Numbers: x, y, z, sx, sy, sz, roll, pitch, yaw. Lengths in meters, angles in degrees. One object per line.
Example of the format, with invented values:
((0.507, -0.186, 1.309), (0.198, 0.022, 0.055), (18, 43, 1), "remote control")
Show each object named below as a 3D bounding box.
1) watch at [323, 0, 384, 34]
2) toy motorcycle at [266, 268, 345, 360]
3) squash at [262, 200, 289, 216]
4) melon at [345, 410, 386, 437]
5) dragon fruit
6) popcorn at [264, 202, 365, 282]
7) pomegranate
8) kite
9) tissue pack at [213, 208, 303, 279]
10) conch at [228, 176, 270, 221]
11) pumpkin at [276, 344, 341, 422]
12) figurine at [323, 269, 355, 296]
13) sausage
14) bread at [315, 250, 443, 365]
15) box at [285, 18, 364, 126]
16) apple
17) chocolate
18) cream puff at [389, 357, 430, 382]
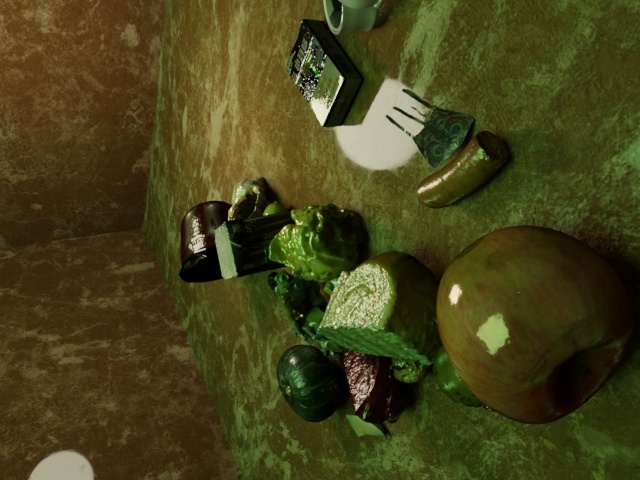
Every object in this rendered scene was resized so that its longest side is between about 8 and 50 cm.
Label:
((0.100, -0.720, 1.467), (0.231, 0.195, 0.244), (152, 107, -79), "watch")
((-0.036, 0.269, 1.871), (0.410, 0.168, 0.237), (49, 154, -4), "toy motorcycle")
((-0.173, -0.035, 2.111), (0.132, 0.132, 0.247), (-7, 92, 58), "squash")
((0.166, 0.648, 1.837), (0.182, 0.054, 0.098), (-33, 77, 57), "melon")
((0.200, 0.442, 1.639), (0.152, 0.205, 0.317), (-44, 22, 13), "dragon fruit")
((0.004, -0.002, 1.734), (0.237, 0.292, 0.293), (-47, 59, 60), "popcorn")
((0.355, 0.290, 1.273), (0.246, 0.198, 0.198), (50, 144, 1), "pomegranate")
((0.274, -0.309, 1.374), (0.152, 0.015, 0.285), (-51, 46, 13), "kite")
((-0.182, 0.013, 1.920), (0.198, 0.369, 0.210), (-27, 77, 62), "tissue pack")
((-0.297, -0.140, 2.244), (0.210, 0.159, 0.292), (12, 80, 38), "conch")
((-0.042, 0.536, 1.997), (0.300, 0.207, 0.300), (45, 150, 36), "pumpkin")
((0.096, 0.155, 1.776), (0.178, 0.109, 0.130), (26, 98, 49), "figurine")
((0.339, -0.156, 1.280), (0.270, 0.108, 0.109), (-41, 64, 54), "sausage")
((0.173, 0.182, 1.493), (0.395, 0.239, 0.264), (-11, 56, 59), "bread")
((0.007, -0.550, 1.713), (0.310, 0.084, 0.198), (61, 144, 27), "box")
((0.402, 0.151, 1.034), (0.363, 0.363, 0.364), (23, 118, 54), "apple")
((-0.490, -0.019, 2.417), (0.383, 0.383, 0.332), (-41, 62, 55), "chocolate")
((0.269, 0.362, 1.528), (0.104, 0.119, 0.133), (61, 162, -11), "cream puff")
